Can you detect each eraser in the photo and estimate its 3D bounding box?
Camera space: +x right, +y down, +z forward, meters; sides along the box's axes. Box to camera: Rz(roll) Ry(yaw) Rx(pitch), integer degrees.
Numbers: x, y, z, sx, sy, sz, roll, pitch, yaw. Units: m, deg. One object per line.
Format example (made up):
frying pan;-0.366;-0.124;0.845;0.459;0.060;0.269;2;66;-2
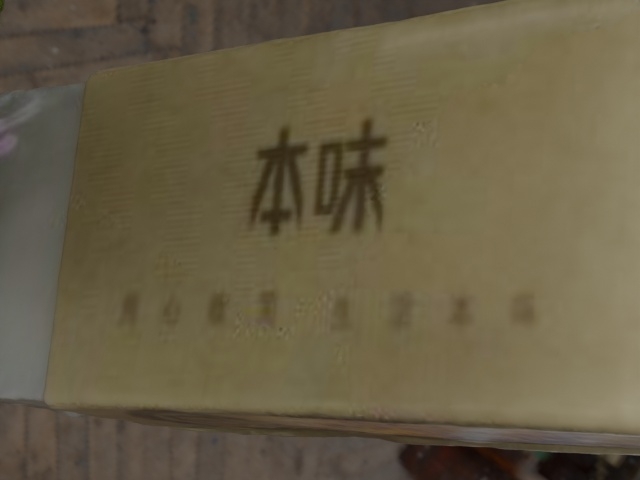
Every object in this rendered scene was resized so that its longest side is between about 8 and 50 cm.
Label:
eraser;0.000;0.000;0.553;0.078;0.343;0.144;17;74;-49

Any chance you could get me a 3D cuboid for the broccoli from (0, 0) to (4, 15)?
broccoli;-0.275;-0.078;0.479;0.281;0.293;0.348;-64;174;19
